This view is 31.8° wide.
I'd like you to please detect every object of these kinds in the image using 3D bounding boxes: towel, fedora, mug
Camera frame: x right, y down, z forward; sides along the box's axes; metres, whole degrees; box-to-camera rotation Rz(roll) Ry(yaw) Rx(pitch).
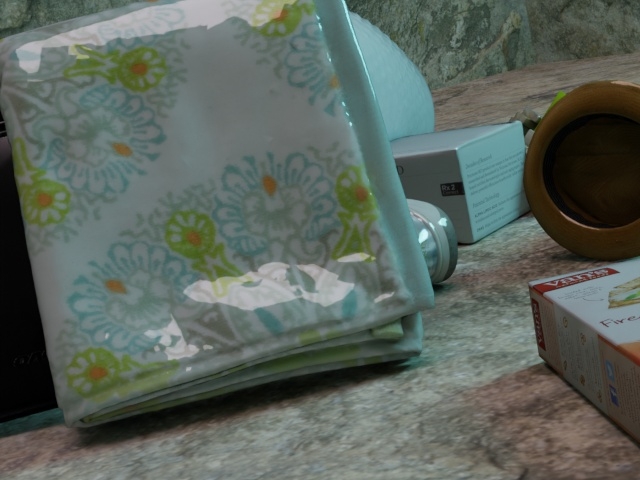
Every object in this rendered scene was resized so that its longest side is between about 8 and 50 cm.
[{"bbox_3d":[-0.098,-0.047,0.969,0.321,0.374,0.090,-13,-18,-5],"label":"towel"},{"bbox_3d":[0.304,-0.070,1.145,0.194,0.194,0.079,-2,-2,41],"label":"fedora"},{"bbox_3d":[-0.022,-0.241,1.571,0.276,0.374,0.328,-12,-12,20],"label":"mug"}]

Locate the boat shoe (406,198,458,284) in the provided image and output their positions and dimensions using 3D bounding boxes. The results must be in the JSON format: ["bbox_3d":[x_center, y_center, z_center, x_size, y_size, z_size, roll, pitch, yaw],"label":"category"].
[{"bbox_3d":[0.001,0.003,1.228,0.103,0.118,0.320,-15,17,-41],"label":"boat shoe"}]

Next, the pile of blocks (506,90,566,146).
[{"bbox_3d":[0.341,-0.165,1.548,0.149,0.112,0.362,31,11,-3],"label":"pile of blocks"}]

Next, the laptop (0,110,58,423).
[{"bbox_3d":[-0.375,0.011,1.118,0.382,0.236,0.408,-15,16,-3],"label":"laptop"}]

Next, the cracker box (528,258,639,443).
[{"bbox_3d":[0.250,0.063,0.756,0.156,0.067,0.232,-12,10,-5],"label":"cracker box"}]

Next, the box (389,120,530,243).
[{"bbox_3d":[0.149,-0.071,1.429,0.181,0.119,0.182,-4,13,37],"label":"box"}]
